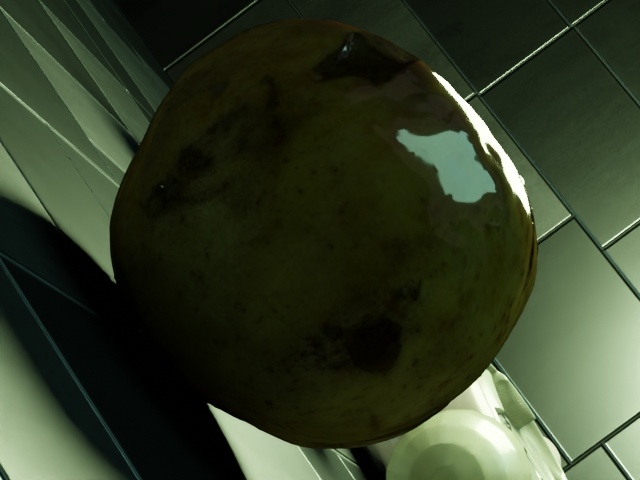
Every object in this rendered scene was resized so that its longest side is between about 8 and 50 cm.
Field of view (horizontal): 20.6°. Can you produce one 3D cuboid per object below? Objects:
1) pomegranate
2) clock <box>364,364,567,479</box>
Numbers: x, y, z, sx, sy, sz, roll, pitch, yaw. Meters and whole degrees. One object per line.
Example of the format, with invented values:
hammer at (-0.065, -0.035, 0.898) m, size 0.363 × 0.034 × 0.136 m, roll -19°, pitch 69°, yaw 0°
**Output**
pomegranate at (0.000, 0.000, 1.115) m, size 0.281 × 0.281 × 0.281 m, roll 53°, pitch 2°, yaw -2°
clock at (0.173, 0.267, 1.862) m, size 0.342 × 0.184 × 0.326 m, roll 47°, pitch 9°, yaw -29°
